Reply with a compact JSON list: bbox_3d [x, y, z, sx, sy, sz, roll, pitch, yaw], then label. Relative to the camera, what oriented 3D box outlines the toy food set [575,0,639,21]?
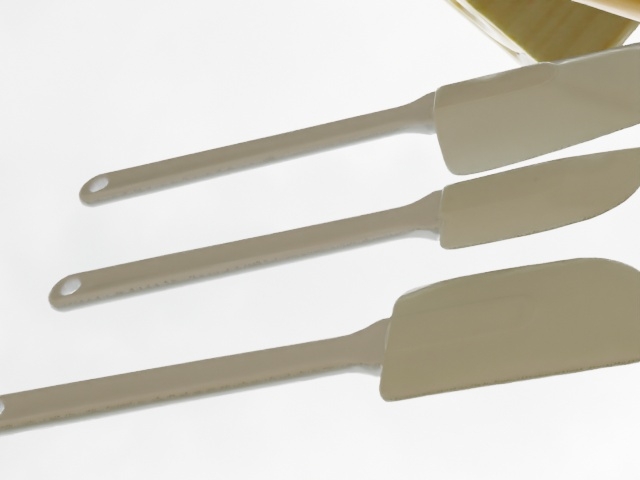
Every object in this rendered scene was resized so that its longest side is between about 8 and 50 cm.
[{"bbox_3d":[0.192,-0.224,0.694,0.105,0.111,0.232,16,-131,-14],"label":"toy food set"}]

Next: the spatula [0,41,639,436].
[{"bbox_3d":[0.000,0.000,0.440,0.242,0.019,0.168,-12,-140,23],"label":"spatula"}]

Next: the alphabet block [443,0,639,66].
[{"bbox_3d":[0.170,-0.252,0.959,0.193,0.192,0.197,38,-80,-8],"label":"alphabet block"}]
